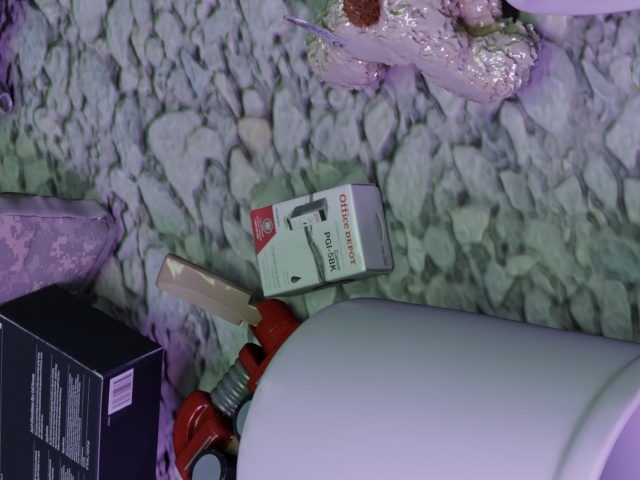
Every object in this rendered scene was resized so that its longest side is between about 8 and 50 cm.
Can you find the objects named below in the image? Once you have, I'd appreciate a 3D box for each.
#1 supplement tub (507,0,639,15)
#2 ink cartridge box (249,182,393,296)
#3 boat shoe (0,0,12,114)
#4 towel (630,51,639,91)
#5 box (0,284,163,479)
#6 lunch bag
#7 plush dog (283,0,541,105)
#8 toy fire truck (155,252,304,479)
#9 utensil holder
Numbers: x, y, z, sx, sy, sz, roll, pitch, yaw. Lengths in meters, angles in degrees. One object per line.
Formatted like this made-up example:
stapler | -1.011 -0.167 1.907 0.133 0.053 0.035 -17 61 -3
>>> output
supplement tub | 0.262 -0.387 1.647 0.235 0.235 0.325 -10 85 32
ink cartridge box | 0.000 0.000 1.916 0.135 0.056 0.099 -16 80 32
boat shoe | -0.435 -0.182 2.164 0.105 0.113 0.306 36 111 21
towel | 0.450 -0.108 1.549 0.320 0.090 0.374 -33 49 26
box | -0.278 0.209 2.012 0.184 0.103 0.261 25 123 31
lunch bag | -0.397 0.041 2.062 0.287 0.235 0.169 -46 64 24
plush dog | 0.096 -0.282 1.800 0.262 0.210 0.225 7 67 31
toy fire truck | -0.094 0.147 1.940 0.217 0.158 0.246 -52 45 15
utensil holder | 0.160 0.228 1.633 0.385 0.327 0.328 11 95 40
